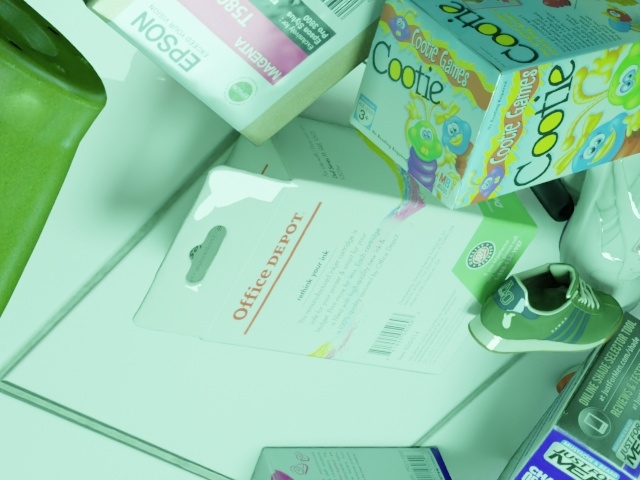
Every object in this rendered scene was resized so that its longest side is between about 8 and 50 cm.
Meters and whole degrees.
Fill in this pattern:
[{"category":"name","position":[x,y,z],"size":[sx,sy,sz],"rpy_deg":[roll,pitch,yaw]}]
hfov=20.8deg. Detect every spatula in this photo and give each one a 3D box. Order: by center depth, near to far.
[{"category":"spatula","position":[0.186,-0.108,1.696],"size":[0.084,0.030,0.296],"rpy_deg":[-42,135,-1]}]

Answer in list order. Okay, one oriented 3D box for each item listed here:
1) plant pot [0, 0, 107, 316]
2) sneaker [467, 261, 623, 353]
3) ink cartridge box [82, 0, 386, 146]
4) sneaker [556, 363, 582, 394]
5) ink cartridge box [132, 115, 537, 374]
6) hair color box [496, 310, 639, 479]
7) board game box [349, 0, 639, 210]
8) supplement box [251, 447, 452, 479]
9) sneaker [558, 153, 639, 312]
[{"category":"plant pot","position":[-0.359,-0.051,1.340],"size":[0.366,0.366,0.353],"rpy_deg":[32,101,-40]},{"category":"sneaker","position":[0.239,0.061,1.710],"size":[0.192,0.064,0.086],"rpy_deg":[-4,137,-36]},{"category":"ink cartridge box","position":[-0.062,-0.214,1.459],"size":[0.193,0.088,0.235],"rpy_deg":[-40,134,14]},{"category":"sneaker","position":[0.353,0.169,1.994],"size":[0.158,0.065,0.061],"rpy_deg":[-15,134,-8]},{"category":"ink cartridge box","position":[0.000,0.000,1.657],"size":[0.353,0.119,0.207],"rpy_deg":[11,125,-31]},{"category":"hair color box","position":[0.268,0.248,1.886],"size":[0.110,0.185,0.339],"rpy_deg":[33,142,8]},{"category":"board game box","position":[0.185,-0.148,1.515],"size":[0.275,0.144,0.142],"rpy_deg":[-16,137,-38]},{"category":"supplement box","position":[0.035,0.308,1.960],"size":[0.220,0.111,0.114],"rpy_deg":[4,129,-25]},{"category":"sneaker","position":[0.326,-0.020,1.742],"size":[0.114,0.152,0.305],"rpy_deg":[-36,144,-32]}]
